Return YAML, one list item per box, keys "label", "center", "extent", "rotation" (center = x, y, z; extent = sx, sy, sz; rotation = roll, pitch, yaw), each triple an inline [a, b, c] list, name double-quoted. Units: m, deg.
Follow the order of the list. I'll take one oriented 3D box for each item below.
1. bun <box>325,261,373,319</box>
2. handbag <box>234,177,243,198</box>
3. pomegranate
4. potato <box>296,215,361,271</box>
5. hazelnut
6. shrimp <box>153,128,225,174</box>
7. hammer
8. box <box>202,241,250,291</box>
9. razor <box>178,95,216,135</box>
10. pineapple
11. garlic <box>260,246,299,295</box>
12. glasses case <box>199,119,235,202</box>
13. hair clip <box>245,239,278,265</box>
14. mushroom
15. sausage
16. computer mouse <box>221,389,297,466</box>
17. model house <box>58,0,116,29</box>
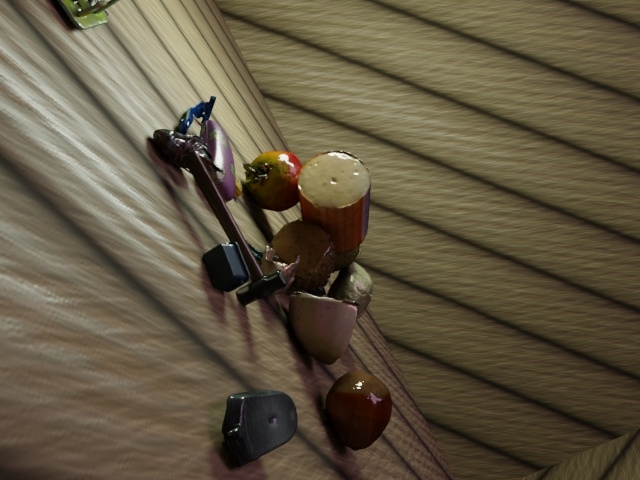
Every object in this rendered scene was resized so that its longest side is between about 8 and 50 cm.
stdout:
- label: "bun"
  center: [0.113, 0.201, 2.119]
  extent: [0.153, 0.244, 0.244]
  rotation: [24, 13, -4]
- label: "handbag"
  center: [-0.258, -0.169, 1.725]
  extent: [0.061, 0.027, 0.083]
  rotation: [58, 8, -27]
- label: "pomegranate"
  center: [-0.153, -0.201, 1.895]
  extent: [0.235, 0.210, 0.210]
  rotation: [20, 41, -53]
- label: "potato"
  center: [0.018, 0.002, 2.128]
  extent: [0.359, 0.269, 0.220]
  rotation: [-52, 149, -87]
- label: "hazelnut"
  center: [0.103, 0.454, 1.528]
  extent: [0.214, 0.176, 0.215]
  rotation: [1, 90, -73]
- label: "shrimp"
  center: [-0.296, -0.201, 1.332]
  extent: [0.079, 0.090, 0.232]
  rotation: [45, 11, 35]
- label: "hammer"
  center: [-0.208, -0.032, 1.292]
  extent: [0.366, 0.111, 0.043]
  rotation: [62, 8, -8]
- label: "box"
  center: [-0.204, 0.055, 1.212]
  extent: [0.054, 0.074, 0.099]
  rotation: [10, 52, -63]
- label: "razor"
  center: [-0.357, -0.341, 1.588]
  extent: [0.056, 0.093, 0.324]
  rotation: [21, 21, -7]
- label: "pineapple"
  center: [-0.044, 0.089, 1.815]
  extent: [0.362, 0.201, 0.202]
  rotation: [80, -11, -61]
- label: "garlic"
  center: [-0.114, 0.092, 1.539]
  extent: [0.174, 0.098, 0.124]
  rotation: [54, 54, -74]
- label: "glasses case"
  center: [-0.281, -0.221, 1.557]
  extent: [0.317, 0.075, 0.123]
  rotation: [-106, 172, -51]
- label: "hair clip"
  center: [-0.168, 0.042, 1.571]
  extent: [0.173, 0.049, 0.049]
  rotation: [39, 25, -60]
- label: "mushroom"
  center: [-0.028, 0.244, 1.599]
  extent: [0.162, 0.174, 0.236]
  rotation: [20, -16, -22]
- label: "sausage"
  center: [0.047, -0.117, 1.834]
  extent: [0.287, 0.232, 0.233]
  rotation: [84, -14, -61]
- label: "computer mouse"
  center: [-0.114, 0.312, 0.965]
  extent: [0.229, 0.068, 0.113]
  rotation: [19, 56, -64]
- label: "model house"
  center: [-0.414, -0.609, 1.067]
  extent: [0.301, 0.323, 0.340]
  rotation: [59, 9, -23]
